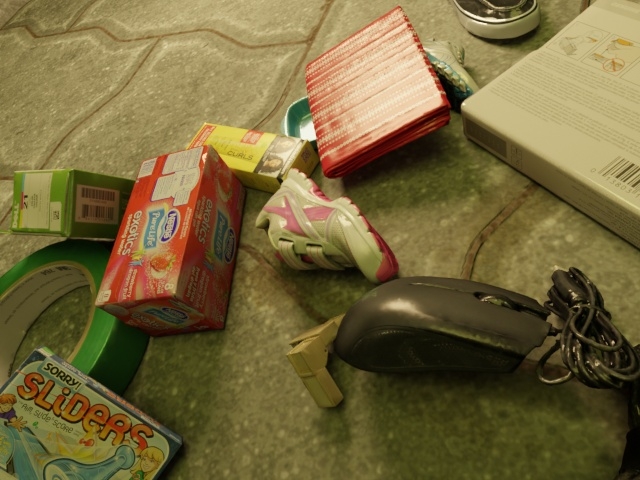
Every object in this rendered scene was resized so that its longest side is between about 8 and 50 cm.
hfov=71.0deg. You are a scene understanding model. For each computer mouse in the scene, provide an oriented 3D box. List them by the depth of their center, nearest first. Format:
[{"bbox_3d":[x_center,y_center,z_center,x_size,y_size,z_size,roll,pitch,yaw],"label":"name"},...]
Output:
[{"bbox_3d":[0.137,0.070,0.448,0.273,0.072,0.188,-9,15,23],"label":"computer mouse"}]

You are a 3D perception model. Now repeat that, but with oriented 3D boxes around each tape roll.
[{"bbox_3d":[-0.416,0.152,0.685,0.322,0.077,0.321,-11,55,16],"label":"tape roll"}]

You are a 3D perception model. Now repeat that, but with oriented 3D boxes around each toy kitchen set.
[{"bbox_3d":[0.004,0.144,0.540,0.083,0.075,0.068,-32,1,-40],"label":"toy kitchen set"}]

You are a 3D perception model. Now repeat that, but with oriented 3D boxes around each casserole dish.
[{"bbox_3d":[0.025,-0.208,0.754,0.189,0.037,0.114,-15,54,13],"label":"casserole dish"}]

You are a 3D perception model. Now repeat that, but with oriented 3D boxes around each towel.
[{"bbox_3d":[0.073,-0.232,0.692,0.199,0.031,0.274,-25,52,21],"label":"towel"}]

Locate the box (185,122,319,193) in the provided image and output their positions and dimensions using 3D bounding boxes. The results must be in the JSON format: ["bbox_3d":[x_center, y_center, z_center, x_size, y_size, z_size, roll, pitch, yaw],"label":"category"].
[{"bbox_3d":[-0.122,-0.139,0.759,0.232,0.058,0.087,17,68,32],"label":"box"}]

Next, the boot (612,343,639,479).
[{"bbox_3d":[0.226,0.192,0.338,0.348,0.131,0.260,11,70,17],"label":"boot"}]

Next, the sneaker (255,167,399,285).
[{"bbox_3d":[0.000,0.000,0.589,0.111,0.103,0.252,-47,39,-4],"label":"sneaker"}]

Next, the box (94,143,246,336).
[{"bbox_3d":[-0.206,-0.001,0.663,0.128,0.122,0.256,-10,56,18],"label":"box"}]

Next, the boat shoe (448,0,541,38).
[{"bbox_3d":[0.272,-0.455,0.766,0.108,0.102,0.301,-22,52,9],"label":"boat shoe"}]

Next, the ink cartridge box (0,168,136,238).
[{"bbox_3d":[-0.412,-0.053,0.734,0.256,0.189,0.096,3,90,24],"label":"ink cartridge box"}]

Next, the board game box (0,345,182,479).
[{"bbox_3d":[-0.284,0.235,0.515,0.136,0.201,0.035,-55,10,-15],"label":"board game box"}]

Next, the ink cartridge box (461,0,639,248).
[{"bbox_3d":[0.374,-0.160,0.550,0.261,0.066,0.296,-37,52,-3],"label":"ink cartridge box"}]

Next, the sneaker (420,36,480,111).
[{"bbox_3d":[0.201,-0.273,0.702,0.083,0.071,0.190,-29,52,-4],"label":"sneaker"}]
